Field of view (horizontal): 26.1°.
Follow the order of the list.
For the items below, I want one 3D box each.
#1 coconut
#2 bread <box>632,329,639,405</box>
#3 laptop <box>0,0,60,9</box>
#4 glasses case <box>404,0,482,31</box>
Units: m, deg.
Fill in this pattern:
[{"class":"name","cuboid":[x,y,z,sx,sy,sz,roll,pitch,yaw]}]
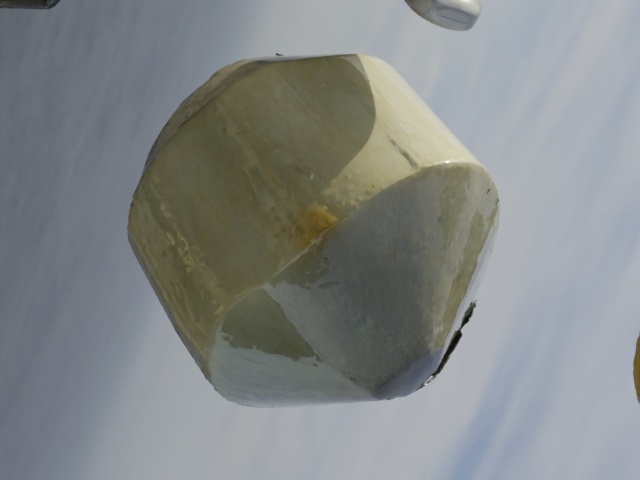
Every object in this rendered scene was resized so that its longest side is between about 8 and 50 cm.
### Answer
[{"class":"coconut","cuboid":[0.000,0.000,1.172,0.323,0.323,0.323,-161,-90,-85]},{"class":"bread","cuboid":[0.412,0.121,1.400,0.170,0.197,0.197,-23,133,-77]},{"class":"laptop","cuboid":[-0.220,-0.246,1.188,0.129,0.016,0.180,-48,-153,-14]},{"class":"glasses case","cuboid":[0.086,-0.224,1.121,0.041,0.063,0.164,-60,-150,34]}]
